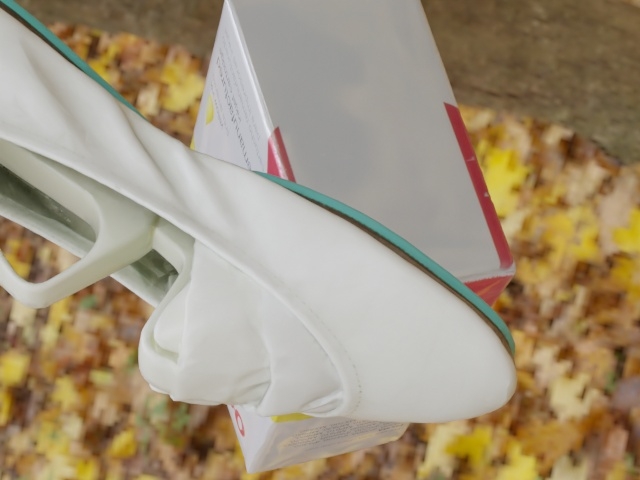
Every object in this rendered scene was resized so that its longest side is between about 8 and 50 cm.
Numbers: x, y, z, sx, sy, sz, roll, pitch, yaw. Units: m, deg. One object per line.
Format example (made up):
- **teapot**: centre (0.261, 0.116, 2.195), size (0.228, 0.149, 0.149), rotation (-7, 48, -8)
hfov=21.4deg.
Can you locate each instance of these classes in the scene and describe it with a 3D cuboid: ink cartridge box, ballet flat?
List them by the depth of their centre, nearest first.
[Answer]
- **ballet flat**: centre (-0.090, 0.008, 0.903), size (0.139, 0.400, 0.139), rotation (-53, -12, -17)
- **ink cartridge box**: centre (0.000, 0.000, 1.428), size (0.384, 0.160, 0.279), rotation (112, 143, -61)
